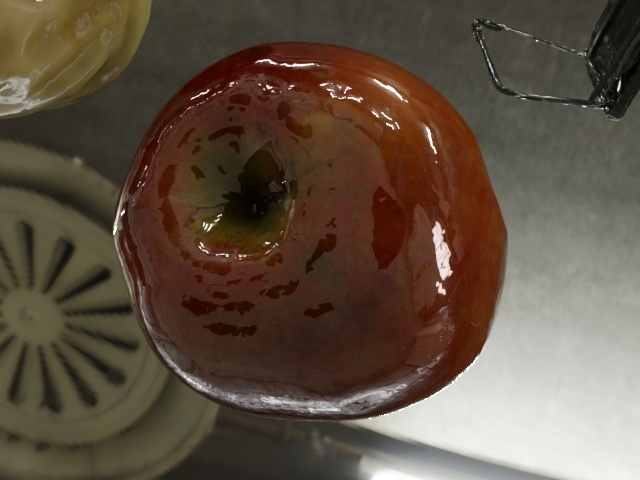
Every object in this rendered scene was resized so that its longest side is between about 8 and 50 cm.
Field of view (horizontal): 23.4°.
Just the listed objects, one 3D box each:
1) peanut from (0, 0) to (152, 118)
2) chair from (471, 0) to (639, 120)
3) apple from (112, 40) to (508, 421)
[{"bbox_3d":[-0.151,-0.090,0.436,0.229,0.098,0.103,7,-43,-32],"label":"peanut"},{"bbox_3d":[0.264,-0.177,1.311,0.221,0.145,0.140,17,-59,-19],"label":"chair"},{"bbox_3d":[0.000,0.000,0.895,0.230,0.230,0.230,8,-56,12],"label":"apple"}]
